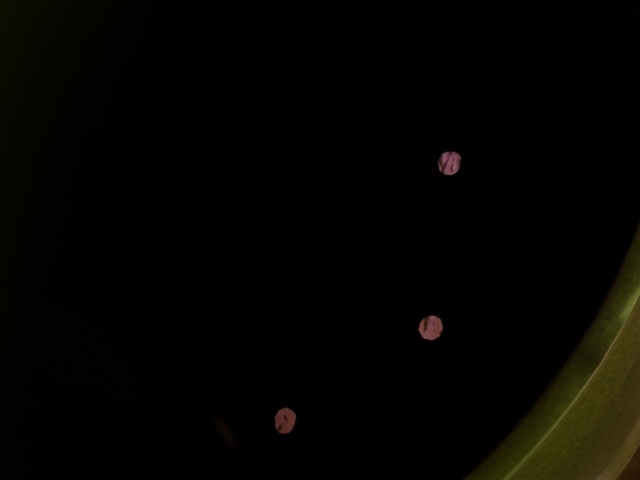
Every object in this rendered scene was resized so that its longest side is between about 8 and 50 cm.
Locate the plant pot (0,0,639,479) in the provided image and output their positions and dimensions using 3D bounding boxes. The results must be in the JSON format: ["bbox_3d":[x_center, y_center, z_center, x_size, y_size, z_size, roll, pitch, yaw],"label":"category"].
[{"bbox_3d":[0.000,0.000,0.767,0.353,0.366,0.367,41,61,-63],"label":"plant pot"}]
